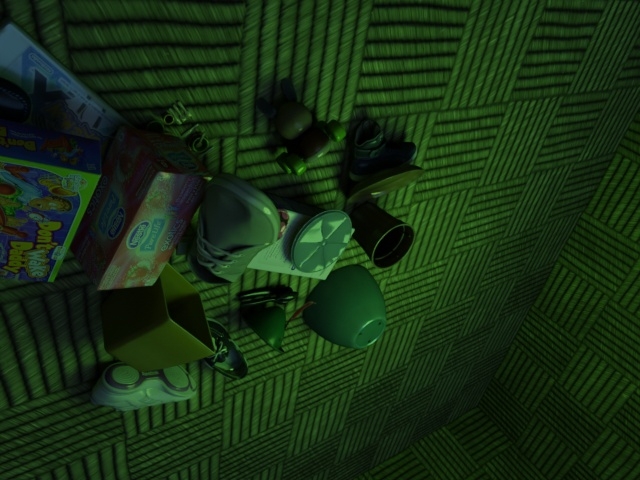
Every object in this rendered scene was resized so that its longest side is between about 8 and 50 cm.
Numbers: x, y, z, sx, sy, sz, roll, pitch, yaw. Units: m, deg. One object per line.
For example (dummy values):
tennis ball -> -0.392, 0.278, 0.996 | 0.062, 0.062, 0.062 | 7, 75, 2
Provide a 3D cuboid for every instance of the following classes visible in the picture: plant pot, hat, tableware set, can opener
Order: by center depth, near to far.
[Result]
tableware set -> -0.300, -0.216, 1.072 | 0.104, 0.024, 0.154 | -39, 141, -6
plant pot -> -0.409, 0.198, 1.218 | 0.187, 0.212, 0.212 | -29, 140, 2
plant pot -> 0.184, -0.167, 1.437 | 0.236, 0.032, 0.236 | -20, 172, -3
can opener -> -0.161, 0.167, 1.510 | 0.186, 0.059, 0.073 | -1, 152, -28
hat -> -0.118, 0.218, 1.519 | 0.173, 0.208, 0.183 | 44, 83, -9
plant pot -> 0.178, -0.025, 1.539 | 0.167, 0.165, 0.167 | -22, 136, -24
plant pot -> 0.114, 0.255, 1.710 | 0.290, 0.195, 0.290 | -23, 136, -24

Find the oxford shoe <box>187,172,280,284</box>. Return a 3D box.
oxford shoe -> -0.195, -0.001, 1.033 | 0.130, 0.169, 0.449 | -56, -175, -25

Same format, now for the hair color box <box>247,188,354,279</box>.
hair color box -> -0.081, -0.009, 1.378 | 0.339, 0.110, 0.185 | 15, 111, -45

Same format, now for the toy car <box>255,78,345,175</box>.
toy car -> -0.064, -0.275, 1.175 | 0.155, 0.149, 0.188 | -42, 112, -9

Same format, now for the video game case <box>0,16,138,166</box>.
video game case -> -0.526, -0.173, 0.906 | 0.300, 0.036, 0.329 | -44, 141, 0

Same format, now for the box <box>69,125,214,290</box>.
box -> -0.369, -0.058, 1.008 | 0.300, 0.154, 0.142 | -53, 155, 22

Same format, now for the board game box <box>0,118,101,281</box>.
board game box -> -0.541, -0.055, 0.840 | 0.233, 0.078, 0.347 | 9, 142, -36

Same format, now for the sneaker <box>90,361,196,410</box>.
sneaker -> -0.500, 0.418, 1.417 | 0.305, 0.114, 0.152 | 21, 123, -44

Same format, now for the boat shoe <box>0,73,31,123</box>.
boat shoe -> -0.578, -0.211, 0.735 | 0.258, 0.089, 0.109 | 2, 115, -28

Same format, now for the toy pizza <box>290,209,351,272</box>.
toy pizza -> 0.000, 0.000, 1.349 | 0.201, 0.032, 0.201 | -24, 136, -26

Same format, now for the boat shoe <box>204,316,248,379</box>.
boat shoe -> -0.303, 0.330, 1.498 | 0.114, 0.091, 0.302 | -41, 141, -4

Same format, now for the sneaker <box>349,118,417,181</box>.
sneaker -> 0.183, -0.270, 1.389 | 0.226, 0.086, 0.163 | -25, 140, -20

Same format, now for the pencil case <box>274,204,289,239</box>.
pencil case -> -0.172, -0.061, 1.173 | 0.095, 0.209, 0.098 | 22, 92, -52

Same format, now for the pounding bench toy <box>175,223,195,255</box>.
pounding bench toy -> -0.343, -0.004, 1.189 | 0.083, 0.065, 0.052 | -8, 128, -38
